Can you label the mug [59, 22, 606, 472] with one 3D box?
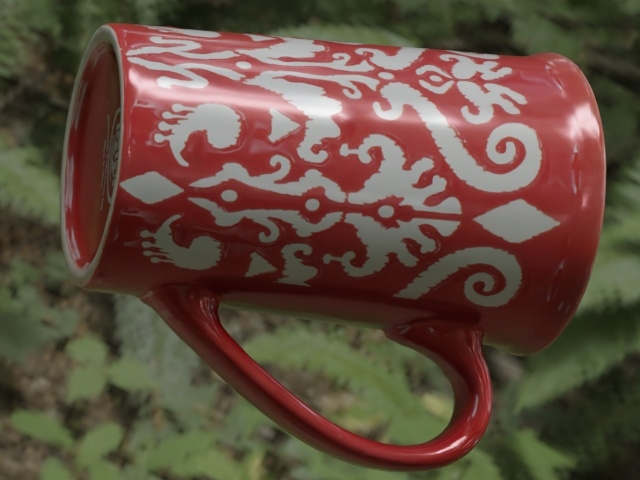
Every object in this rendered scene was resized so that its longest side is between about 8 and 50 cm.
[{"bbox_3d":[0.003,-0.008,0.691,0.169,0.113,0.150,7,48,-20],"label":"mug"}]
